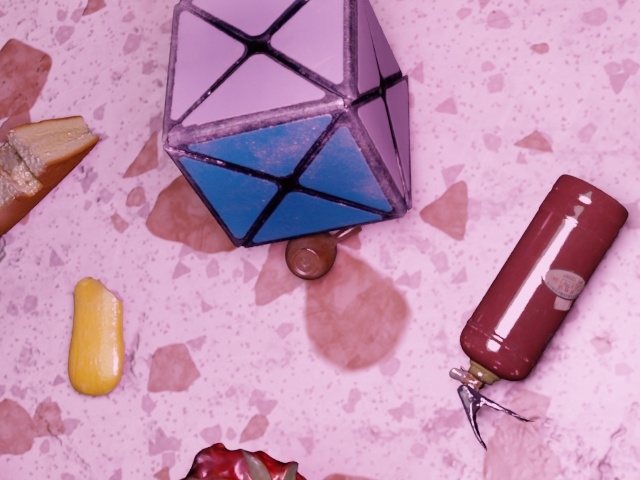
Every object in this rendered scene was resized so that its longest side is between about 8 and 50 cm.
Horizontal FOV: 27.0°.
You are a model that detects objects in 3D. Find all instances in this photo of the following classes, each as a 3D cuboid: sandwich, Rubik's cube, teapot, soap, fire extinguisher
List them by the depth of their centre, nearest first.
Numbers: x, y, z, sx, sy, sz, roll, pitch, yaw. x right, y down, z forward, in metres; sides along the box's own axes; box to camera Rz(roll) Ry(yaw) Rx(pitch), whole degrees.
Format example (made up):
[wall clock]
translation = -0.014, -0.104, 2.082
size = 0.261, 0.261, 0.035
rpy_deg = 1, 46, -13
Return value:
[fire extinguisher]
translation = 0.265, 0.094, 1.648
size = 0.138, 0.102, 0.344
rpy_deg = 31, 88, 22
[Rubik's cube]
translation = -0.036, -0.170, 1.709
size = 0.260, 0.259, 0.254
rpy_deg = -14, 54, 18
[teapot]
translation = 0.000, 0.000, 1.776
size = 0.110, 0.080, 0.085
rpy_deg = -30, 100, 17
[soap]
translation = -0.315, 0.136, 1.886
size = 0.089, 0.033, 0.168
rpy_deg = -1, 76, 18
[sandwich]
translation = -0.443, -0.098, 1.961
size = 0.244, 0.088, 0.090
rpy_deg = -40, 71, 6

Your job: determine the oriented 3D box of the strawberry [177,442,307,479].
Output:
[strawberry]
translation = -0.101, 0.428, 1.633
size = 0.292, 0.310, 0.291
rpy_deg = 5, 54, -7
